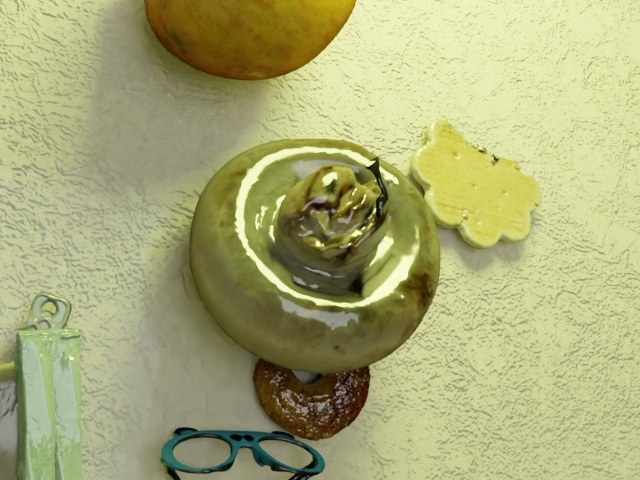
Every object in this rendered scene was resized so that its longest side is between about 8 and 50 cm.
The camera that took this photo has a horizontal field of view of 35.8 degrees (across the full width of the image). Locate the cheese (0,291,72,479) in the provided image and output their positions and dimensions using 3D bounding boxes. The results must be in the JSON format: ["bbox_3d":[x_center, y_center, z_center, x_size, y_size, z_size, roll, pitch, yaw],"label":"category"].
[{"bbox_3d":[-0.392,0.205,1.295,0.163,0.082,0.286,17,70,-21],"label":"cheese"}]

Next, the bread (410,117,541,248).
[{"bbox_3d":[0.255,-0.084,1.670,0.250,0.039,0.182,31,69,-16],"label":"bread"}]

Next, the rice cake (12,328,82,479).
[{"bbox_3d":[-0.340,0.224,1.246,0.085,0.040,0.226,2,75,-28],"label":"rice cake"}]

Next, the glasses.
[{"bbox_3d":[-0.107,0.363,1.376,0.239,0.102,0.207,4,77,-24],"label":"glasses"}]

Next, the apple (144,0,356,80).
[{"bbox_3d":[-0.096,-0.374,1.442,0.275,0.299,0.299,21,69,-49],"label":"apple"}]

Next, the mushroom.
[{"bbox_3d":[0.000,0.000,1.375,0.362,0.295,0.362,8,58,-13],"label":"mushroom"}]

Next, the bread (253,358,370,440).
[{"bbox_3d":[-0.008,0.202,1.478,0.193,0.064,0.193,5,77,-20],"label":"bread"}]
